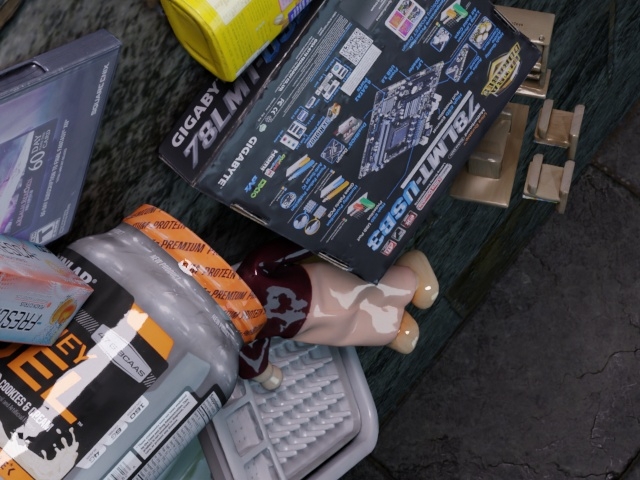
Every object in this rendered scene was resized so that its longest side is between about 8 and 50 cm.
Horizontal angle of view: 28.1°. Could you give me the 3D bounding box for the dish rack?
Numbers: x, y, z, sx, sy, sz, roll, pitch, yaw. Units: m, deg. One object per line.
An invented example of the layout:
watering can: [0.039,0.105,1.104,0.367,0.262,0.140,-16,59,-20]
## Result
dish rack: [-0.062,0.164,1.500,0.072,0.285,0.333,-19,-178,30]

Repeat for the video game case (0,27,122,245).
video game case: [-0.257,-0.025,0.880,0.274,0.026,0.196,-36,159,-46]

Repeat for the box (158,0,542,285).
box: [0.040,-0.130,1.196,0.295,0.073,0.293,-54,141,7]

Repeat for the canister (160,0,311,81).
canister: [-0.040,-0.214,0.977,0.170,0.073,0.126,-47,164,-10]

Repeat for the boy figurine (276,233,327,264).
boy figurine: [0.000,0.000,1.484,0.177,0.092,0.285,-47,152,-16]

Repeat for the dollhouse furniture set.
dollhouse furniture set: [0.225,-0.152,1.634,0.161,0.212,0.242,72,31,-70]

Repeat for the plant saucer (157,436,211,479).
plant saucer: [-0.221,0.310,1.604,0.400,0.100,0.400,-47,165,-17]

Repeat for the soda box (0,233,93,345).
soda box: [-0.234,0.031,0.905,0.058,0.063,0.183,-52,164,3]

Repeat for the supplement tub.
supplement tub: [-0.204,0.131,1.070,0.316,0.193,0.193,-48,164,-16]

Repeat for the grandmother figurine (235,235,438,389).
grandmother figurine: [-0.035,0.067,1.374,0.342,0.104,0.208,8,103,-39]
